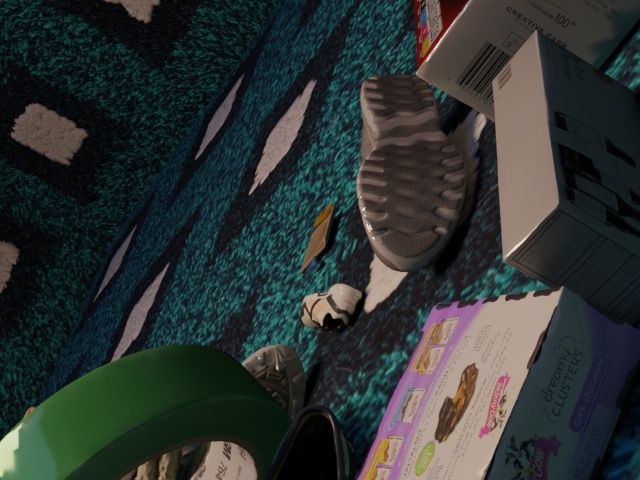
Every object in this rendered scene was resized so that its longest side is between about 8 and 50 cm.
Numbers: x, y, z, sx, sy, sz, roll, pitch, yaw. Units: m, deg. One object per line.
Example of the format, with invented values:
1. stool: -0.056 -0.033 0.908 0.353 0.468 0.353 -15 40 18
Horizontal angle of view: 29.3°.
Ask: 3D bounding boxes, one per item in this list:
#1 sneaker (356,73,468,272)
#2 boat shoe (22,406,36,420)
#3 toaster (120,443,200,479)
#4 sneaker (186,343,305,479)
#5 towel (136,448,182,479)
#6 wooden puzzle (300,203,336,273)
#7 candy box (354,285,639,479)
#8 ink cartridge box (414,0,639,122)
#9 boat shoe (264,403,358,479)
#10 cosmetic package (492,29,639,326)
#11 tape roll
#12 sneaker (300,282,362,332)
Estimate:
1. sneaker: 0.090 -0.053 1.219 0.281 0.105 0.115 -86 -5 -52
2. boat shoe: -0.457 0.386 1.779 0.109 0.098 0.302 -30 30 54
3. toaster: -0.225 0.281 1.538 0.146 0.129 0.227 -56 1 4
4. sneaker: -0.095 0.213 1.306 0.232 0.090 0.115 -62 10 -6
5. towel: -0.180 0.295 1.333 0.187 0.049 0.282 -139 56 -83
6. wooden puzzle: 0.000 0.000 1.541 0.078 0.014 0.116 -51 16 51
7. candy box: 0.108 0.122 0.796 0.164 0.070 0.196 -64 14 -13
8. ink cartridge box: 0.210 -0.280 1.104 0.272 0.130 0.309 -53 16 26
9. boat shoe: -0.020 0.240 0.953 0.254 0.095 0.079 -67 -26 -46
10. cosmetic package: 0.177 -0.051 0.838 0.060 0.099 0.239 -50 18 31
11. tape roll: -0.167 0.240 1.084 0.077 0.321 0.321 42 107 35
12. sneaker: 0.004 0.079 1.311 0.109 0.040 0.043 -36 30 60
